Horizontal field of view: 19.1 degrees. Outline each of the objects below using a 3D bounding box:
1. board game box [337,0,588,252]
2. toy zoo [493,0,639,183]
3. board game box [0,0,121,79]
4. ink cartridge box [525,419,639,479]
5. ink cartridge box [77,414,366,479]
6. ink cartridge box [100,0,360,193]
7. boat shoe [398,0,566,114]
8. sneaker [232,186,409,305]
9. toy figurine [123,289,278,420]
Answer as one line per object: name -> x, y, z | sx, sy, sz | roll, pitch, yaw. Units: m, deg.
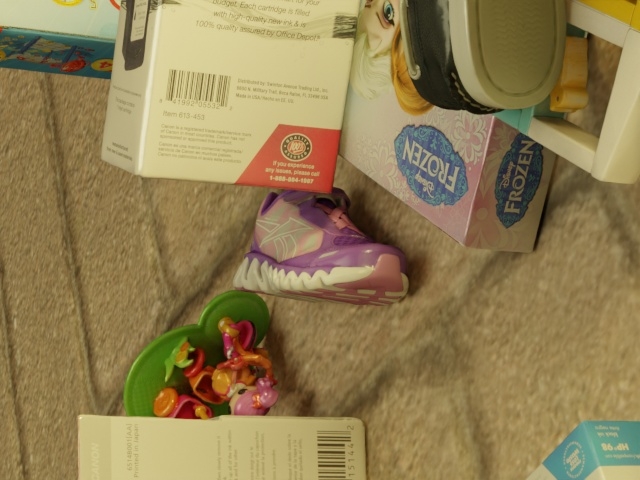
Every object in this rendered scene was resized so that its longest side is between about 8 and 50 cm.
board game box -> 0.097, -0.193, 1.466 | 0.319, 0.066, 0.318 | 39, 121, 58
toy zoo -> 0.163, -0.160, 1.237 | 0.293, 0.030, 0.192 | 39, 120, 56
board game box -> -0.222, -0.312, 1.856 | 0.086, 0.302, 0.308 | -38, 53, 56
ink cartridge box -> 0.193, 0.218, 1.224 | 0.104, 0.060, 0.180 | -56, 39, 44
ink cartridge box -> -0.084, 0.290, 1.542 | 0.066, 0.261, 0.296 | -23, 66, 60
ink cartridge box -> -0.068, -0.166, 1.523 | 0.100, 0.172, 0.237 | 23, 107, 62
boat shoe -> 0.095, -0.232, 1.218 | 0.091, 0.114, 0.302 | 2, 88, 55
sneaker -> 0.000, 0.000, 1.614 | 0.236, 0.095, 0.104 | 3, 81, 64
toy figurine -> -0.080, 0.149, 1.719 | 0.173, 0.130, 0.159 | -54, 34, 6
